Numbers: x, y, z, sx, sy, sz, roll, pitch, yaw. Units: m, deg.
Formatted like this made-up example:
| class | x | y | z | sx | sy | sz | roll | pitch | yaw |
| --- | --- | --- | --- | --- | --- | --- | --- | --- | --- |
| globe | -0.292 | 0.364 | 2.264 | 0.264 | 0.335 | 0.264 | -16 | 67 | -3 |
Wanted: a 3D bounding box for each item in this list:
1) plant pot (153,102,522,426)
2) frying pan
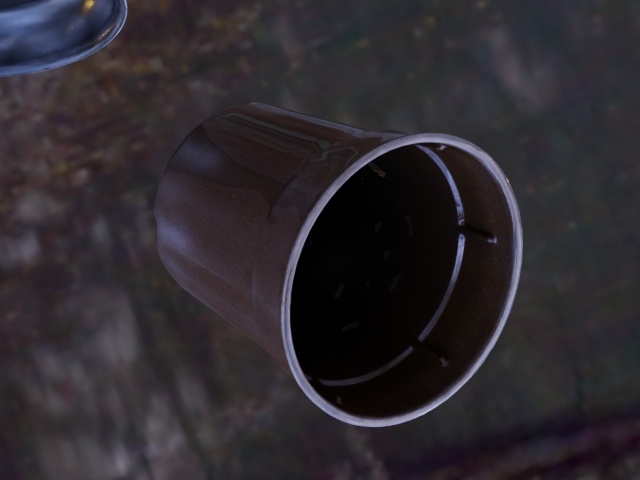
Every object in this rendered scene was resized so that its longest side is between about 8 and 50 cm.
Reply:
| class | x | y | z | sx | sy | sz | roll | pitch | yaw |
| --- | --- | --- | --- | --- | --- | --- | --- | --- | --- |
| plant pot | 0.000 | 0.000 | 1.127 | 0.167 | 0.167 | 0.165 | -11 | -157 | -34 |
| frying pan | -0.241 | -0.179 | 1.219 | 0.197 | 0.053 | 0.326 | -9 | 158 | 13 |
